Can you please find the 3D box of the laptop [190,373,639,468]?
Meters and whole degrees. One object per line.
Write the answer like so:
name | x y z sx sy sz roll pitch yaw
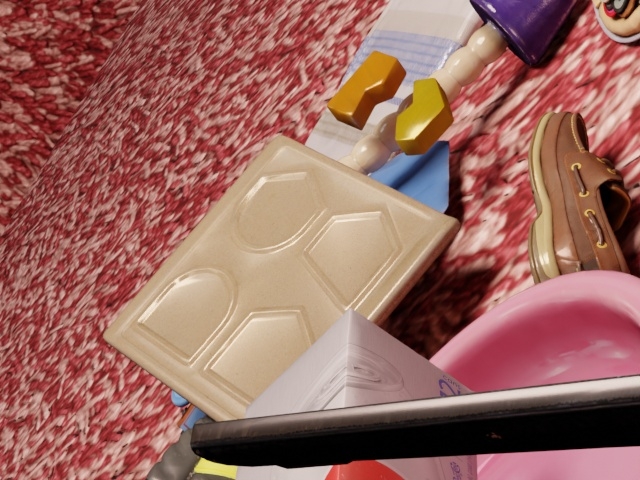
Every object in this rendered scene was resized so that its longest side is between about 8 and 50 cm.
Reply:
laptop | 0.224 -0.055 0.541 0.382 0.408 0.236 -13 77 45

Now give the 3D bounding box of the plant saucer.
plant saucer | 0.094 0.174 0.813 0.332 0.084 0.332 -47 22 25

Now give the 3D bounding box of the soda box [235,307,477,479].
soda box | 0.013 0.167 0.750 0.098 0.091 0.286 -44 22 30

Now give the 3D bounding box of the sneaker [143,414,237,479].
sneaker | -0.074 0.259 1.055 0.147 0.145 0.385 7 42 23

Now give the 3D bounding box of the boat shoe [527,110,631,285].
boat shoe | 0.167 -0.021 1.010 0.060 0.064 0.178 -14 37 18

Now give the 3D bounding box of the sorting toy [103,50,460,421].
sorting toy | 0.000 0.000 1.177 0.307 0.041 0.229 -50 42 -12

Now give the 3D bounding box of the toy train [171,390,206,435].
toy train | -0.047 0.100 1.301 0.184 0.080 0.105 -55 28 -6

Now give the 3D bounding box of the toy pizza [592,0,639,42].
toy pizza | 0.227 -0.241 1.137 0.201 0.032 0.201 -171 90 -77

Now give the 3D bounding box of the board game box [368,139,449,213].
board game box | 0.059 -0.009 1.281 0.133 0.033 0.169 -34 25 23

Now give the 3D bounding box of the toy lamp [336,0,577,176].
toy lamp | 0.091 -0.116 1.270 0.274 0.080 0.080 -45 19 2

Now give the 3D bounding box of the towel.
towel | 0.062 -0.132 1.484 0.285 0.034 0.209 -59 21 -3
